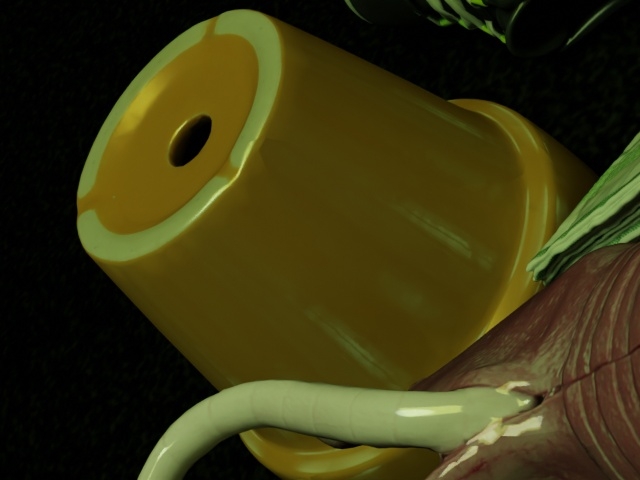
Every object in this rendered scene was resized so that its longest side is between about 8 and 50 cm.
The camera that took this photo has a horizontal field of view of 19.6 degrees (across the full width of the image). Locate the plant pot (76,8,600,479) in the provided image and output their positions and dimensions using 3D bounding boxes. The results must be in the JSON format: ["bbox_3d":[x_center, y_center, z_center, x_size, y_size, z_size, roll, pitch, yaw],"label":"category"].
[{"bbox_3d":[0.000,0.000,0.835,0.205,0.188,0.205,-31,40,31],"label":"plant pot"}]

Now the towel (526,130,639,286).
[{"bbox_3d":[0.154,-0.046,0.763,0.152,0.023,0.113,-47,1,-29],"label":"towel"}]

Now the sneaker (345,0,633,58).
[{"bbox_3d":[0.091,-0.138,0.940,0.235,0.084,0.097,-14,52,45],"label":"sneaker"}]

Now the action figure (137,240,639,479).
[{"bbox_3d":[0.115,0.031,0.553,0.370,0.276,0.248,132,145,-58],"label":"action figure"}]
